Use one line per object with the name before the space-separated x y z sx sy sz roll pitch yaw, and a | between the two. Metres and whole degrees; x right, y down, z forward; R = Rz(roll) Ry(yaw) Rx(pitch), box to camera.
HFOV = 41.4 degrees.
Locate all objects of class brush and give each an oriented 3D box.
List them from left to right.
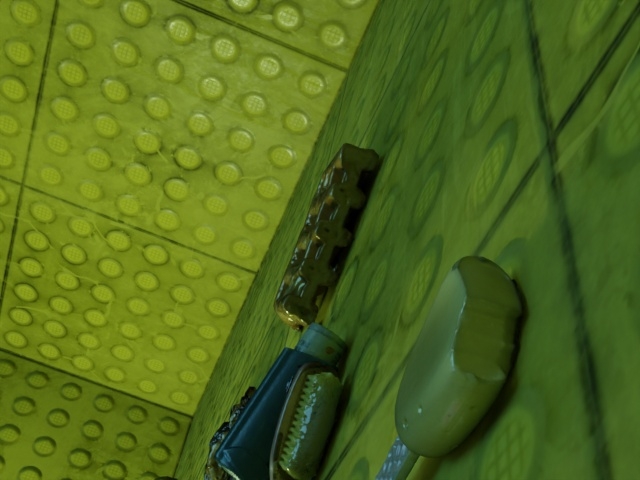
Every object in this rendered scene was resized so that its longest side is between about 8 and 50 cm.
brush | -0.038 0.306 1.062 0.067 0.072 0.313 0 69 68

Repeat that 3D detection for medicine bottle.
medicine bottle | -0.043 0.242 1.154 0.258 0.124 0.079 -58 -4 -14

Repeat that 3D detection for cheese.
cheese | 0.083 0.141 0.668 0.127 0.050 0.255 -87 18 -64

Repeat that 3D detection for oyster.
oyster | -0.216 0.485 1.886 0.128 0.078 0.345 -24 -47 -88

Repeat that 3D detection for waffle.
waffle | 0.001 0.000 1.609 0.304 0.077 0.348 149 141 -81

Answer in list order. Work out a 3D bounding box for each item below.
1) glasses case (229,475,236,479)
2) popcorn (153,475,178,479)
glasses case | -0.089 0.328 1.314 0.314 0.075 0.122 -78 14 -51
popcorn | -0.250 0.509 1.310 0.237 0.293 0.293 -174 105 -85
